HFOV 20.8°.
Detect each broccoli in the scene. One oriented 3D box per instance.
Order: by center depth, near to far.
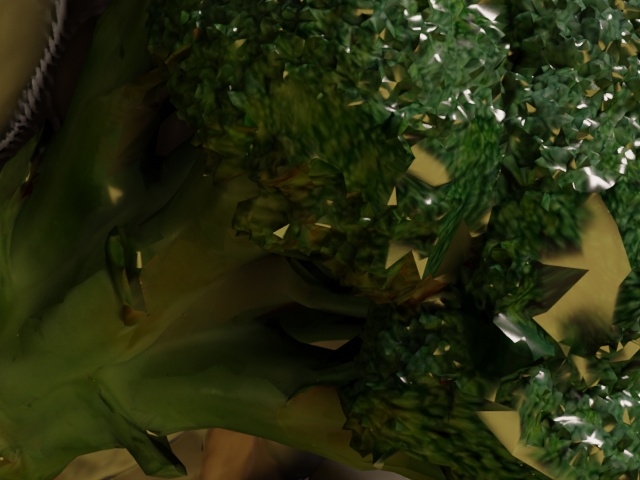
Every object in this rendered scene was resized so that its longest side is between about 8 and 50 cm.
[{"bbox_3d":[0.000,0.000,0.537,0.269,0.269,0.254,-51,135,1],"label":"broccoli"}]

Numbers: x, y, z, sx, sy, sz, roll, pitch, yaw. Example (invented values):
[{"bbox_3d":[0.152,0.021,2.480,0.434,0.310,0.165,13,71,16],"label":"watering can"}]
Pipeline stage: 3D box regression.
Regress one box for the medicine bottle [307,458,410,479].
[{"bbox_3d":[0.043,0.118,0.759,0.140,0.079,0.079,-23,133,-29],"label":"medicine bottle"}]
